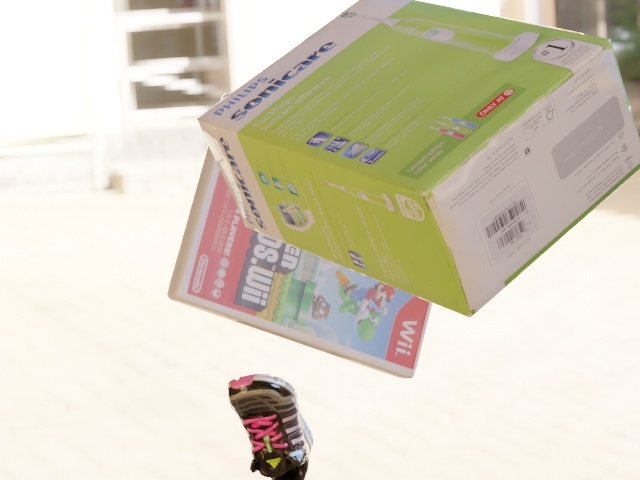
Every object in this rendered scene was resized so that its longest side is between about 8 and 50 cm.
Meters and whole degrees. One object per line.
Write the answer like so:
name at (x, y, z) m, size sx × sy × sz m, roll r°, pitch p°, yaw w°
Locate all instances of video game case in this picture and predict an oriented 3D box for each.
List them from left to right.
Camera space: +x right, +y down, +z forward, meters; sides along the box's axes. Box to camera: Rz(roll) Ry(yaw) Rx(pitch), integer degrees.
video game case at (0.000, 0.000, 1.724) m, size 0.285 × 0.204 × 0.025 m, roll 21°, pitch -12°, yaw -32°

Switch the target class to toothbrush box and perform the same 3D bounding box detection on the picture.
toothbrush box at (0.076, -0.079, 1.393) m, size 0.206 × 0.122 × 0.283 m, roll -39°, pitch 36°, yaw -24°

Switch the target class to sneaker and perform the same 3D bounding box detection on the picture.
sneaker at (-0.048, 0.196, 1.782) m, size 0.063 × 0.075 × 0.170 m, roll -10°, pitch -38°, yaw 13°
